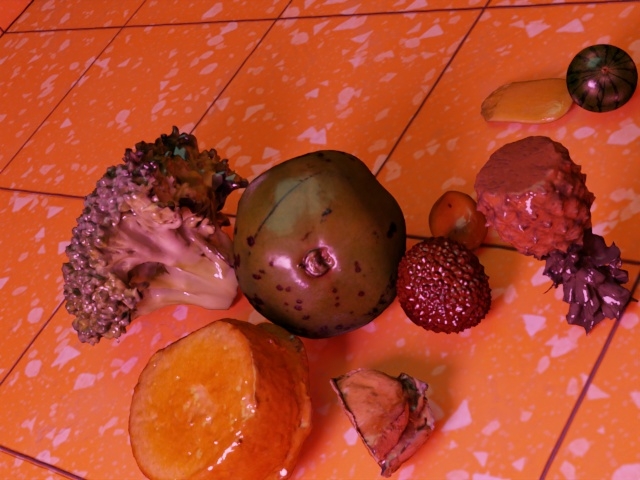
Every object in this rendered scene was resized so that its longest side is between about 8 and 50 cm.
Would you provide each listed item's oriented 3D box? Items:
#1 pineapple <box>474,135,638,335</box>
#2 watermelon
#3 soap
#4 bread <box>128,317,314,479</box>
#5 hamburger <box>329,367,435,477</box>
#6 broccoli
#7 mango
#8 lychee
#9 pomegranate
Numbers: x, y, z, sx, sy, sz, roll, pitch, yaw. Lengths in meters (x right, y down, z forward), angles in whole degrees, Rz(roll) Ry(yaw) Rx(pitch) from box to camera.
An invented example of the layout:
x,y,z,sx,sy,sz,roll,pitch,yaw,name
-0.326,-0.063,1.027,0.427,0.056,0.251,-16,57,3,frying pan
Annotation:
x,y,z,sx,sy,sz,roll,pitch,yaw,name
0.276,0.000,1.326,0.128,0.248,0.128,-27,32,18,pineapple
0.393,-0.224,1.605,0.109,0.109,0.109,-21,39,18,watermelon
0.300,-0.204,1.704,0.168,0.033,0.089,0,47,39,soap
-0.125,0.222,1.455,0.268,0.145,0.269,-19,58,34,bread
0.087,0.211,1.387,0.102,0.087,0.176,-25,28,-6,hamburger
-0.262,-0.002,1.734,0.334,0.272,0.324,-63,32,16,broccoli
0.188,-0.028,1.580,0.080,0.060,0.114,-43,37,16,mango
0.159,0.060,1.464,0.129,0.123,0.123,29,67,19,lychee
0.000,0.000,1.559,0.254,0.254,0.270,-25,12,15,pomegranate
